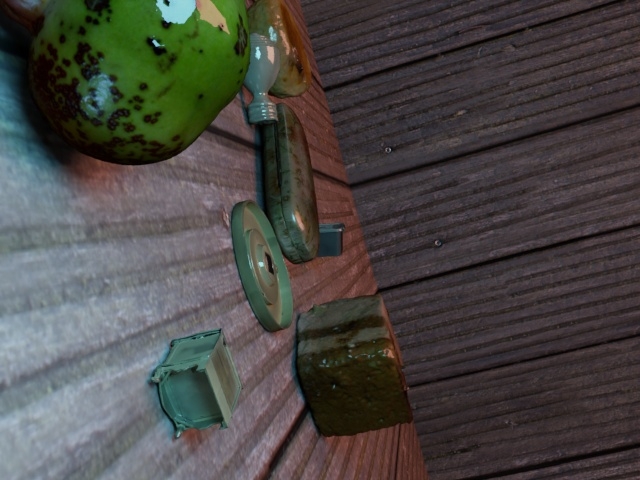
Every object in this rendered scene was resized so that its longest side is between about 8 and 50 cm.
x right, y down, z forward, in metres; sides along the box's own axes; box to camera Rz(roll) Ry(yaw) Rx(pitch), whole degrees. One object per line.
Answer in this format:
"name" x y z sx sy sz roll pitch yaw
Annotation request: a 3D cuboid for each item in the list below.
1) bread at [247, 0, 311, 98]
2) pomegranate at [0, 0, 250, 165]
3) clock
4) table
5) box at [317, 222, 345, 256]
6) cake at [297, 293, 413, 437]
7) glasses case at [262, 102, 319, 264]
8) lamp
"bread" -0.114 -0.443 1.576 0.244 0.134 0.244 -14 90 -78
"pomegranate" -0.185 -0.183 0.577 0.248 0.214 0.214 28 36 -29
"clock" -0.098 0.043 1.176 0.235 0.029 0.235 -15 90 -81
"table" -0.128 0.149 0.703 0.083 0.062 0.079 -79 152 -71
"box" 0.000 0.000 1.596 0.084 0.122 0.069 -61 147 -75
"cake" 0.069 0.225 1.367 0.293 0.196 0.198 -87 158 -61
"glasses case" -0.066 -0.132 1.442 0.156 0.098 0.425 63 14 -45
"lamp" -0.132 -0.340 1.421 0.106 0.106 0.193 -11 96 -81
